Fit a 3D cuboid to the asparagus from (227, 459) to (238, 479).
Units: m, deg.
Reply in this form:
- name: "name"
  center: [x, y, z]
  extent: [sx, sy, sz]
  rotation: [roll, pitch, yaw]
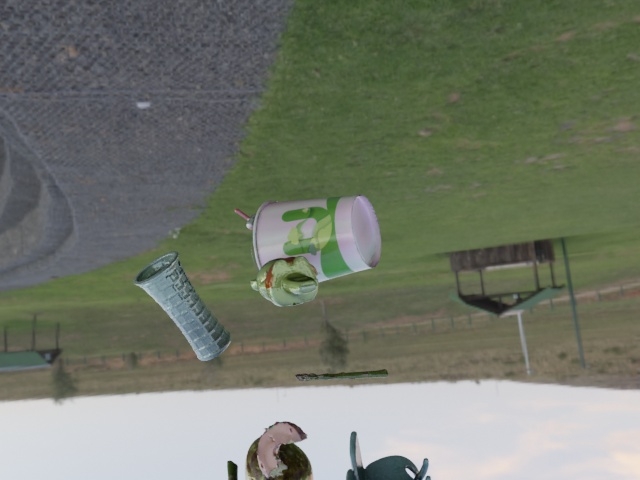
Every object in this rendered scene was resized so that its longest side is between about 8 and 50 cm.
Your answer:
- name: "asparagus"
  center: [-0.185, 0.575, 1.363]
  extent: [0.034, 0.027, 0.236]
  rotation: [16, -155, -26]

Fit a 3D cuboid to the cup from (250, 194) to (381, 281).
- name: "cup"
  center: [0.000, 0.000, 1.574]
  extent: [0.274, 0.253, 0.253]
  rotation: [-9, 174, 25]

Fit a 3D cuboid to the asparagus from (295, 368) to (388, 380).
- name: "asparagus"
  center: [0.056, 0.361, 1.639]
  extent: [0.249, 0.024, 0.025]
  rotation: [-3, 140, -1]

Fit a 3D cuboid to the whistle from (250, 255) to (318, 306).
- name: "whistle"
  center: [-0.071, 0.090, 1.363]
  extent: [0.131, 0.106, 0.288]
  rotation: [-10, -179, -18]

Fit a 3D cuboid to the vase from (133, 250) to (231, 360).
- name: "vase"
  center: [-0.368, 0.188, 1.691]
  extent: [0.143, 0.298, 0.143]
  rotation: [-27, -158, 12]

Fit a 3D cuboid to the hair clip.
- name: "hair clip"
  center: [0.169, 0.713, 1.622]
  extent: [0.239, 0.392, 0.318]
  rotation: [5, -153, 2]

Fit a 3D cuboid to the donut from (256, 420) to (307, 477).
- name: "donut"
  center: [-0.116, 0.565, 1.702]
  extent: [0.166, 0.117, 0.065]
  rotation: [-47, 149, 2]

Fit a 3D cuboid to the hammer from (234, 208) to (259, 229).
- name: "hammer"
  center: [-0.231, -0.073, 1.905]
  extent: [0.083, 0.052, 0.031]
  rotation: [35, 145, -9]

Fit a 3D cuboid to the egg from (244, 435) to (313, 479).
- name: "egg"
  center: [-0.153, 0.824, 2.183]
  extent: [0.238, 0.289, 0.238]
  rotation: [-24, 147, -17]
